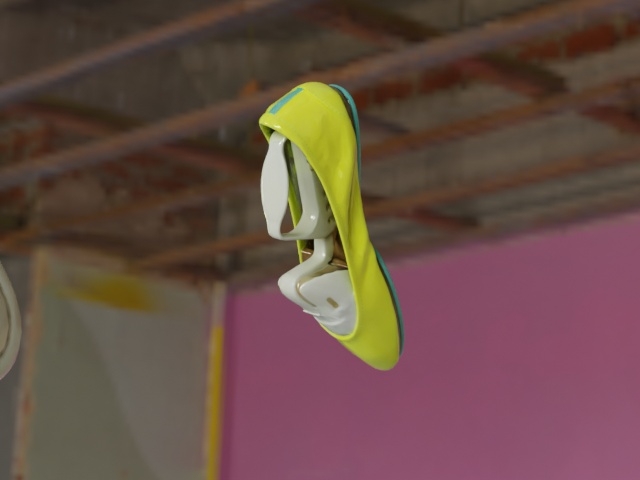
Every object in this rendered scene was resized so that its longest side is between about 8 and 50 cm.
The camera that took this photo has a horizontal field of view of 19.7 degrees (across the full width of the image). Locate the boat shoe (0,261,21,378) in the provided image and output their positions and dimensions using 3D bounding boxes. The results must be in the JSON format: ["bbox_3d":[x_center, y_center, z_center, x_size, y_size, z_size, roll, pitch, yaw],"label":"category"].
[{"bbox_3d":[-0.267,-0.049,0.971,0.091,0.305,0.109,-20,10,33],"label":"boat shoe"}]

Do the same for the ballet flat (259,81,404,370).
[{"bbox_3d":[0.000,0.000,1.323,0.077,0.231,0.077,-27,27,-33],"label":"ballet flat"}]
